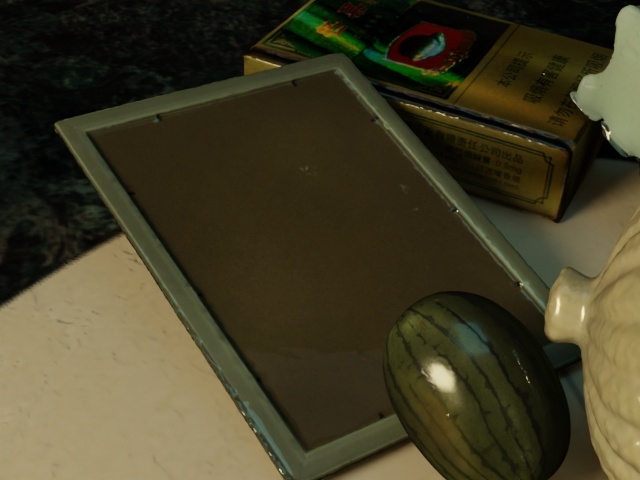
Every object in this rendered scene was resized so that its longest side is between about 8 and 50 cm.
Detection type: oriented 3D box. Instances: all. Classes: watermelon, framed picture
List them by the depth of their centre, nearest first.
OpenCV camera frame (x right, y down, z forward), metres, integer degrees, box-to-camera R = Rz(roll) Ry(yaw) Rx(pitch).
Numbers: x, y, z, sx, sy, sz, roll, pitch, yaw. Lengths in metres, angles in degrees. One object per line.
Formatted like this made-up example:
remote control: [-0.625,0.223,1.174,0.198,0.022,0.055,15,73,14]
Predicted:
watermelon: [0.076,0.076,0.587,0.078,0.078,0.111,-25,78,-37]
framed picture: [0.000,0.000,0.697,0.217,0.017,0.274,-17,55,-29]

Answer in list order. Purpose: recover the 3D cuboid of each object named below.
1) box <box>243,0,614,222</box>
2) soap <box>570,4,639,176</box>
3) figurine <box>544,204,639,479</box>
box: [0.084,-0.108,0.874,0.240,0.071,0.159,18,40,17]
soap: [0.315,-0.095,0.814,0.261,0.094,0.150,-12,53,-36]
figurine: [0.268,0.092,0.555,0.332,0.204,0.185,38,36,-4]
